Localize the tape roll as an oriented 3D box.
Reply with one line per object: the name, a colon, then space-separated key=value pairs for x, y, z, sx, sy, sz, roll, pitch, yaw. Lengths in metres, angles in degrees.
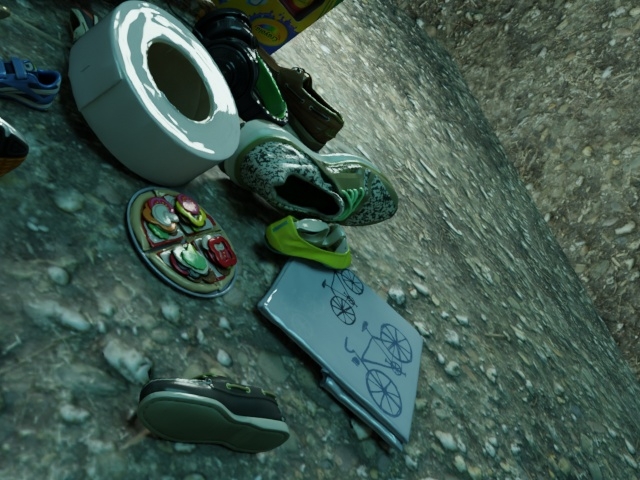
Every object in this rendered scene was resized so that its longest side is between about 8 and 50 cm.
tape roll: x=-0.257 y=-0.233 z=1.080 sx=0.286 sy=0.100 sz=0.286 roll=44 pitch=32 yaw=-37

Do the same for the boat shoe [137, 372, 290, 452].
boat shoe: x=-0.130 y=0.201 z=0.816 sx=0.227 sy=0.081 sz=0.069 roll=33 pitch=28 yaw=-45

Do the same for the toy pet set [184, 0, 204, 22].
toy pet set: x=-0.316 y=-0.543 z=1.505 sx=0.122 sy=0.065 sz=0.114 roll=59 pitch=-7 yaw=10

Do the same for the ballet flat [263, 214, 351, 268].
ballet flat: x=0.000 y=0.000 z=1.204 sx=0.231 sy=0.077 sz=0.077 roll=14 pitch=41 yaw=-48

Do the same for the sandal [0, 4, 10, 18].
sandal: x=-0.507 y=-0.263 z=0.844 sx=0.240 sy=0.088 sz=0.079 roll=-10 pitch=96 yaw=-53

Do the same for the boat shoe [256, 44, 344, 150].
boat shoe: x=-0.063 y=-0.361 z=1.589 sx=0.307 sy=0.104 sz=0.111 roll=49 pitch=27 yaw=-4

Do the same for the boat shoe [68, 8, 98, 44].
boat shoe: x=-0.391 y=-0.333 z=1.112 sx=0.043 sy=0.049 sz=0.137 roll=16 pitch=44 yaw=-38

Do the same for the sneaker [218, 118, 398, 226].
sneaker: x=0.008 y=-0.077 z=1.263 sx=0.410 sy=0.158 sz=0.182 roll=14 pitch=29 yaw=-39

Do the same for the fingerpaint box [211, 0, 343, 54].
fingerpaint box: x=-0.112 y=-0.678 z=1.518 sx=0.445 sy=0.371 sz=0.163 roll=35 pitch=26 yaw=-58

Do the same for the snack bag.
snack bag: x=0.046 y=0.157 z=1.187 sx=0.342 sy=0.037 sz=0.323 roll=43 pitch=27 yaw=-8

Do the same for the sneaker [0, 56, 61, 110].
sneaker: x=-0.421 y=-0.225 z=0.917 sx=0.144 sy=0.059 sz=0.053 roll=6 pitch=53 yaw=-53

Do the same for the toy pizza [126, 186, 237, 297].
toy pizza: x=-0.198 y=-0.005 z=1.014 sx=0.201 sy=0.032 sz=0.201 roll=37 pitch=30 yaw=-26

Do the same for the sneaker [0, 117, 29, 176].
sneaker: x=-0.454 y=-0.163 z=0.754 sx=0.262 sy=0.099 sz=0.121 roll=25 pitch=32 yaw=-43

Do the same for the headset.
headset: x=-0.174 y=-0.394 z=1.372 sx=0.394 sy=0.185 sz=0.243 roll=43 pitch=25 yaw=-39
